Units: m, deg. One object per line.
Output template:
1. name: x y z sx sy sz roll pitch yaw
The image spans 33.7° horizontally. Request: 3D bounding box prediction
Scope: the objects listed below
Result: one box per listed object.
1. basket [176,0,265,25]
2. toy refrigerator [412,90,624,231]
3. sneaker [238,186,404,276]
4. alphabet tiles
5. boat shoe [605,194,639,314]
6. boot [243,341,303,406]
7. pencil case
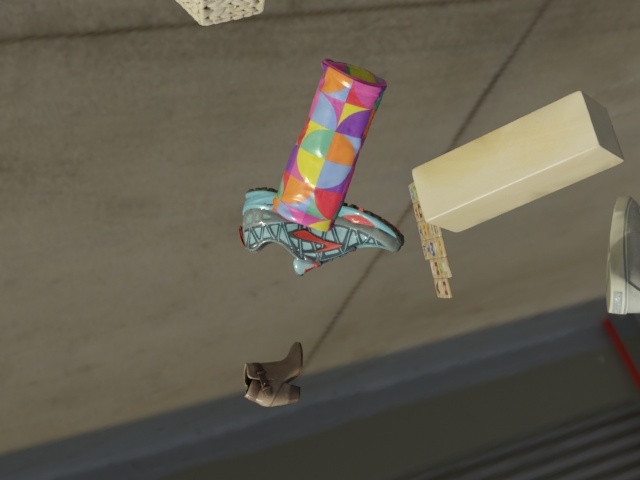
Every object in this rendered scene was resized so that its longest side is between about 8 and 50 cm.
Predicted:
1. basket: -0.152 -0.382 1.459 0.113 0.167 0.103 -19 136 -25
2. toy refrigerator: 0.272 -0.109 1.483 0.270 0.094 0.102 -24 158 30
3. sneaker: 0.000 0.000 1.661 0.262 0.125 0.104 12 176 13
4. alphabet tiles: 0.216 -0.004 2.063 0.009 0.237 0.198 -12 179 -5
5. boat shoe: 0.425 0.021 1.406 0.081 0.227 0.079 6 128 13
6. boot: -0.073 0.199 1.611 0.087 0.118 0.042 11 138 -13
7. pencil case: 0.009 -0.128 1.445 0.104 0.104 0.236 2 119 -46
